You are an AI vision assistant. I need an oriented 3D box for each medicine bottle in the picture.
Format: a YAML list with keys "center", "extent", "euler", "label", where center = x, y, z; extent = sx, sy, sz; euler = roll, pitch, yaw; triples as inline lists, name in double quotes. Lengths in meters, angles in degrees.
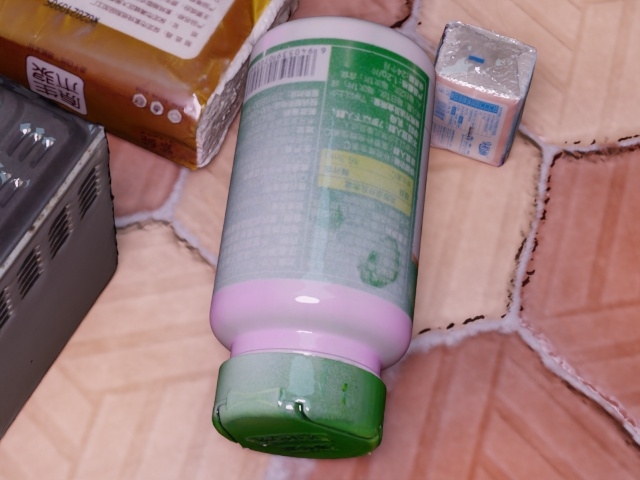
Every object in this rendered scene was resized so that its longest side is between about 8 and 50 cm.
- center: [0.000, 0.000, 0.915]
  extent: [0.133, 0.133, 0.274]
  euler: [9, 67, -1]
  label: "medicine bottle"

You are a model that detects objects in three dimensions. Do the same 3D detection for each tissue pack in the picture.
- center: [0.112, -0.106, 1.010]
  extent: [0.074, 0.094, 0.059]
  euler: [20, 63, 6]
  label: "tissue pack"
- center: [-0.145, -0.173, 1.022]
  extent: [0.226, 0.092, 0.183]
  euler: [25, 62, 6]
  label: "tissue pack"

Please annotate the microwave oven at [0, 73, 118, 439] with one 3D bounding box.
- center: [-0.338, -0.016, 0.846]
  extent: [0.355, 0.218, 0.286]
  euler: [28, 64, 9]
  label: "microwave oven"
